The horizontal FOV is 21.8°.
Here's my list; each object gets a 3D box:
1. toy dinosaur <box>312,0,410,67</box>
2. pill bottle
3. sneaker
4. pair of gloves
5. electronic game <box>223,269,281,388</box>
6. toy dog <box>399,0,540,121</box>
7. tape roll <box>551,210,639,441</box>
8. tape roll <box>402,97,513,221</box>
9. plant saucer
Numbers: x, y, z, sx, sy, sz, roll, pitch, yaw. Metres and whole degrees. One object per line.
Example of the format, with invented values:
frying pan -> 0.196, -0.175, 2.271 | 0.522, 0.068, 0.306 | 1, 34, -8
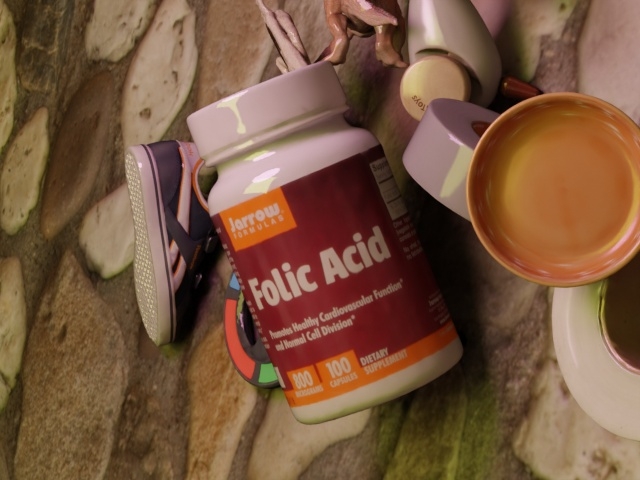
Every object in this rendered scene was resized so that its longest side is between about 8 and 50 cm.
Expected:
toy dinosaur -> 0.052, -0.317, 2.079 | 0.296, 0.127, 0.200 | -67, -22, -83
pill bottle -> 0.000, 0.000, 1.977 | 0.224, 0.224, 0.392 | -20, 93, 48
sneaker -> -0.210, 0.004, 2.461 | 0.126, 0.127, 0.321 | -137, 40, -54
pair of gloves -> -0.019, -0.192, 2.194 | 0.042, 0.240, 0.204 | -23, 54, 1
electronic game -> -0.063, 0.091, 2.298 | 0.229, 0.048, 0.229 | -16, 69, 49
toy dog -> 0.183, -0.281, 1.977 | 0.220, 0.161, 0.334 | -70, -21, -60
tape roll -> 0.372, 0.070, 1.703 | 0.286, 0.100, 0.286 | -16, 69, 50
tape roll -> 0.204, -0.075, 1.857 | 0.219, 0.219, 0.072 | 48, 118, 46
plant saucer -> 0.251, -0.052, 1.707 | 0.200, 0.037, 0.200 | 1, 93, 15
